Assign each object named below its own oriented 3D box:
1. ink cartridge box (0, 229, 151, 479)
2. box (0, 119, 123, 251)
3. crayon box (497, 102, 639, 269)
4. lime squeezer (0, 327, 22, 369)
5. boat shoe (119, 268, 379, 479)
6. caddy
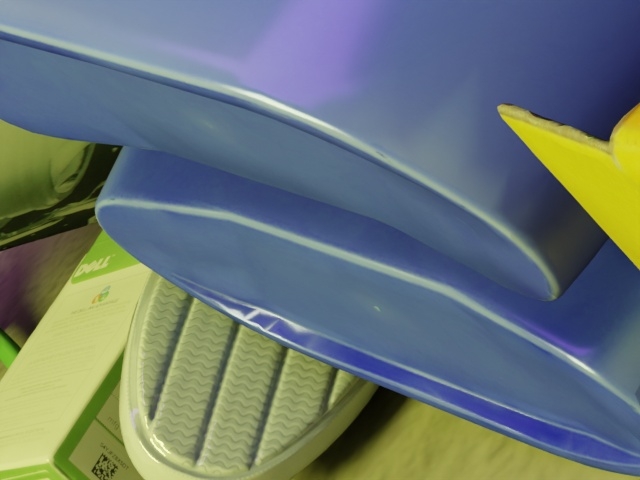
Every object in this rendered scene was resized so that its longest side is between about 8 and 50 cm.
[{"bbox_3d":[-0.089,0.050,0.887,0.109,0.062,0.209,-17,35,48],"label":"ink cartridge box"},{"bbox_3d":[-0.265,-0.188,0.836,0.471,0.297,0.480,-20,-20,-29],"label":"box"},{"bbox_3d":[0.177,0.038,0.281,0.081,0.202,0.318,-47,23,-8],"label":"crayon box"},{"bbox_3d":[-0.256,0.069,1.146,0.310,0.059,0.110,-19,33,45],"label":"lime squeezer"},{"bbox_3d":[0.000,0.000,0.809,0.094,0.109,0.302,103,-169,-54],"label":"boat shoe"},{"bbox_3d":[0.032,-0.067,0.614,0.341,0.241,0.179,19,71,40],"label":"caddy"}]
